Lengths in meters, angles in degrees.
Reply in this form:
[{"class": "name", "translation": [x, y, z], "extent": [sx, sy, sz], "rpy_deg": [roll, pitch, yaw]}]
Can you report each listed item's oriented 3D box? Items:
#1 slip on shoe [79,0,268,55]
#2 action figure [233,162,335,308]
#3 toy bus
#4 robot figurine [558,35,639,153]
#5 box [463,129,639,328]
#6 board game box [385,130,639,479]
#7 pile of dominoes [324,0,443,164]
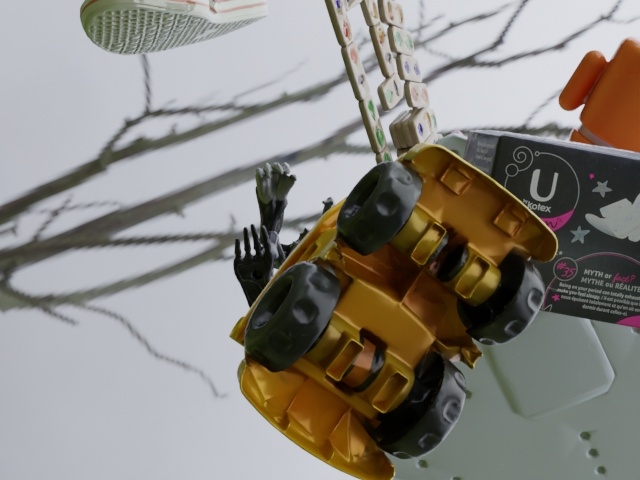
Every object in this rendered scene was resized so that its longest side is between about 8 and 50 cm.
[{"class": "slip on shoe", "translation": [-0.162, -0.269, 1.428], "extent": [0.123, 0.331, 0.101], "rpy_deg": [-19, -86, 26]}, {"class": "action figure", "translation": [0.000, 0.000, 1.357], "extent": [0.276, 0.164, 0.141], "rpy_deg": [-51, 152, -76]}, {"class": "toy bus", "translation": [0.039, 0.034, 0.958], "extent": [0.149, 0.220, 0.211], "rpy_deg": [37, 3, -16]}, {"class": "robot figurine", "translation": [0.355, -0.139, 1.450], "extent": [0.219, 0.158, 0.128], "rpy_deg": [-64, -162, 18]}, {"class": "box", "translation": [0.246, -0.009, 1.131], "extent": [0.163, 0.247, 0.142], "rpy_deg": [-118, -141, -83]}, {"class": "board game box", "translation": [0.240, 0.118, 1.379], "extent": [0.050, 0.390, 0.390], "rpy_deg": [-77, -173, -68]}, {"class": "pile of dominoes", "translation": [0.089, -0.172, 1.405], "extent": [0.040, 0.196, 0.251], "rpy_deg": [-10, -71, 25]}]
